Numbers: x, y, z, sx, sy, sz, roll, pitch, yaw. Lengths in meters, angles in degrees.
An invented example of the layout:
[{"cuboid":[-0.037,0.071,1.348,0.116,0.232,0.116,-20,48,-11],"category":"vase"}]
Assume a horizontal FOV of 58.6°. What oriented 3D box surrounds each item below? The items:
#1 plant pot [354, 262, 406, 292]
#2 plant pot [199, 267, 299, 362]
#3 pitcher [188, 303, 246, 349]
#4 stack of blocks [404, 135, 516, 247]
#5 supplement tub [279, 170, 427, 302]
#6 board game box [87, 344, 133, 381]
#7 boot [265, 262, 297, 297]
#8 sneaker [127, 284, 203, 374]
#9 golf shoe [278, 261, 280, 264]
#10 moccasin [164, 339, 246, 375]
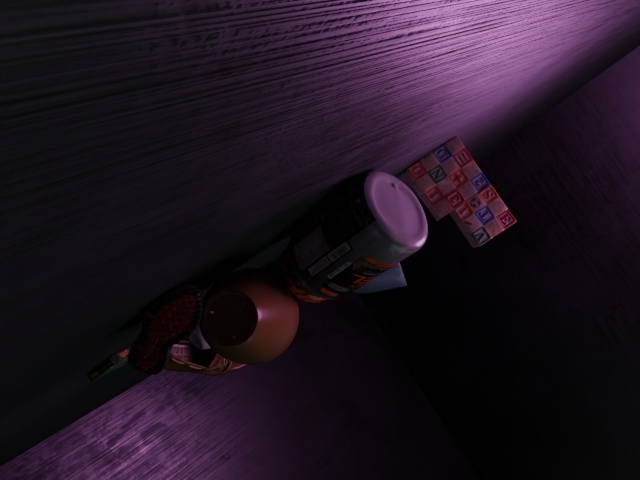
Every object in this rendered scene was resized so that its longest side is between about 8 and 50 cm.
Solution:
[{"cuboid":[0.153,0.056,2.048,0.235,0.292,0.293,-18,177,7],"category":"plant pot"},{"cuboid":[-0.179,0.174,1.284,0.237,0.237,0.254,-33,173,0],"category":"plant pot"},{"cuboid":[-0.290,0.241,1.730,0.207,0.125,0.178,-35,-159,-34],"category":"pitcher"},{"cuboid":[0.398,-0.125,1.641,0.171,0.297,0.087,-34,175,1],"category":"stack of blocks"},{"cuboid":[0.065,0.006,1.334,0.338,0.207,0.207,-37,173,40],"category":"supplement tub"},{"cuboid":[-0.532,0.320,1.646,0.136,0.030,0.260,-33,176,25],"category":"board game box"},{"cuboid":[-0.173,0.123,1.753,0.219,0.106,0.082,12,135,-37],"category":"boot"},{"cuboid":[-0.329,0.166,1.215,0.262,0.104,0.125,-48,-159,30],"category":"sneaker"},{"cuboid":[-0.112,0.084,1.872,0.186,0.067,0.086,-30,146,-5],"category":"golf shoe"},{"cuboid":[-0.375,0.371,1.915,0.147,0.139,0.380,-27,147,38],"category":"moccasin"}]
